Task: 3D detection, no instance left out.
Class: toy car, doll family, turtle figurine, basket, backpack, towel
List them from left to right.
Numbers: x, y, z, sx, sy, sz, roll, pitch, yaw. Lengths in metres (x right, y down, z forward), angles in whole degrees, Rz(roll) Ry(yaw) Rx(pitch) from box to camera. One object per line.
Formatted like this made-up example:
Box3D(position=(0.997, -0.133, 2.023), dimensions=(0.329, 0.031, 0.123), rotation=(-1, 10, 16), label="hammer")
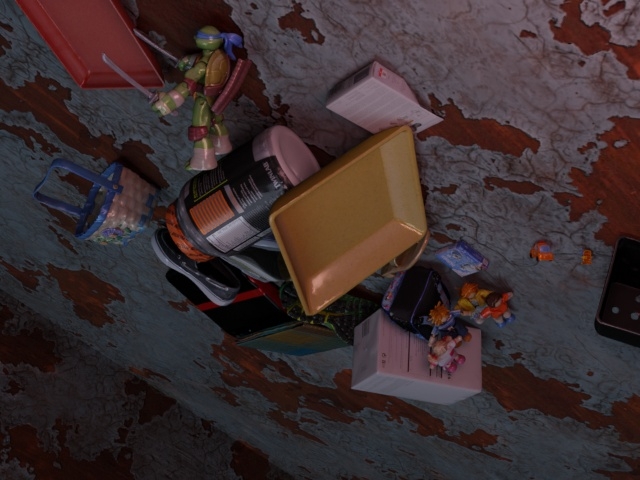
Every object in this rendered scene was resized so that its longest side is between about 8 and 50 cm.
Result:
Box3D(position=(-0.593, -0.109, 2.030), dimensions=(0.289, 0.201, 0.255), rotation=(27, 152, -22), label="basket")
Box3D(position=(-0.273, -0.283, 1.506), dimensions=(0.198, 0.275, 0.266), rotation=(-129, 30, -58), label="turtle figurine")
Box3D(position=(-0.052, 0.295, 2.336), dimensions=(0.271, 0.040, 0.370), rotation=(16, 156, -34), label="towel")
Box3D(position=(0.245, 0.158, 1.885), dimensions=(0.117, 0.158, 0.173), rotation=(14, 160, 35), label="backpack")
Box3D(position=(0.331, 0.186, 1.828), dimensions=(0.118, 0.263, 0.163), rotation=(47, 179, 39), label="doll family")
Box3D(position=(0.501, 0.023, 1.609), dimensions=(0.122, 0.060, 0.040), rotation=(2, 101, 8), label="toy car")

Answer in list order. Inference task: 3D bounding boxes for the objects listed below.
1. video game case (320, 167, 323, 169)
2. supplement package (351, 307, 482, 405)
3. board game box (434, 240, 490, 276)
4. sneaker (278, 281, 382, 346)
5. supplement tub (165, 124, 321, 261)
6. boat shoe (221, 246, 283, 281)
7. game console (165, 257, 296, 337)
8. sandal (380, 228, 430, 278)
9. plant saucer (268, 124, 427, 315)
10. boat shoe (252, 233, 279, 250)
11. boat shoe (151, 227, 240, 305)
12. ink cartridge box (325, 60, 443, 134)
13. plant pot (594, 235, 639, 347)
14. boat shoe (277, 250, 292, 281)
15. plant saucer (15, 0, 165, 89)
Box3D(position=(-0.059, -0.091, 1.805), dimensions=(0.270, 0.061, 0.244), rotation=(17, 150, 13), label="video game case")
Box3D(position=(0.249, 0.308, 2.004), dimensions=(0.293, 0.175, 0.177), rotation=(14, 152, -17), label="supplement package")
Box3D(position=(0.325, 0.043, 1.767), dimensions=(0.090, 0.020, 0.090), rotation=(36, 149, -18), label="board game box")
Box3D(position=(0.044, 0.184, 2.125), dimensions=(0.344, 0.134, 0.146), rotation=(27, -173, -16), label="sneaker")
Box3D(position=(-0.164, -0.089, 1.630), dimensions=(0.316, 0.193, 0.193), rotation=(-29, 124, 24), label="supplement tub")
Box3D(position=(-0.225, 0.014, 2.039), dimensions=(0.320, 0.118, 0.103), rotation=(35, 145, -28), label="boat shoe")
Box3D(position=(-0.267, 0.172, 2.383), dimensions=(0.342, 0.060, 0.387), rotation=(46, 144, -21), label="game console")
Box3D(position=(0.169, 0.026, 1.789), dimensions=(0.079, 0.088, 0.240), rotation=(23, 155, -8), label="sandal")
Box3D(position=(0.052, -0.048, 1.556), dimensions=(0.081, 0.333, 0.333), rotation=(45, 162, 38), label="plant saucer")
Box3D(position=(-0.150, -0.020, 1.955), dimensions=(0.226, 0.075, 0.083), rotation=(9, 172, -23), label="boat shoe")
Box3D(position=(-0.348, 0.056, 2.173), dimensions=(0.301, 0.108, 0.102), rotation=(43, 138, 7), label="boat shoe")
Box3D(position=(0.123, -0.257, 1.454), dimensions=(0.179, 0.045, 0.145), rotation=(21, 154, -31), label="ink cartridge box")
Box3D(position=(0.641, 0.127, 1.521), dimensions=(0.188, 0.187, 0.167), rotation=(18, 161, 12), label="plant pot")
Box3D(position=(0.000, 0.000, 1.760), dimensions=(0.098, 0.109, 0.302), rotation=(-3, 151, -30), label="boat shoe")
Box3D(position=(-0.470, -0.427, 1.602), dimensions=(0.259, 0.047, 0.258), rotation=(6, 145, 31), label="plant saucer")
